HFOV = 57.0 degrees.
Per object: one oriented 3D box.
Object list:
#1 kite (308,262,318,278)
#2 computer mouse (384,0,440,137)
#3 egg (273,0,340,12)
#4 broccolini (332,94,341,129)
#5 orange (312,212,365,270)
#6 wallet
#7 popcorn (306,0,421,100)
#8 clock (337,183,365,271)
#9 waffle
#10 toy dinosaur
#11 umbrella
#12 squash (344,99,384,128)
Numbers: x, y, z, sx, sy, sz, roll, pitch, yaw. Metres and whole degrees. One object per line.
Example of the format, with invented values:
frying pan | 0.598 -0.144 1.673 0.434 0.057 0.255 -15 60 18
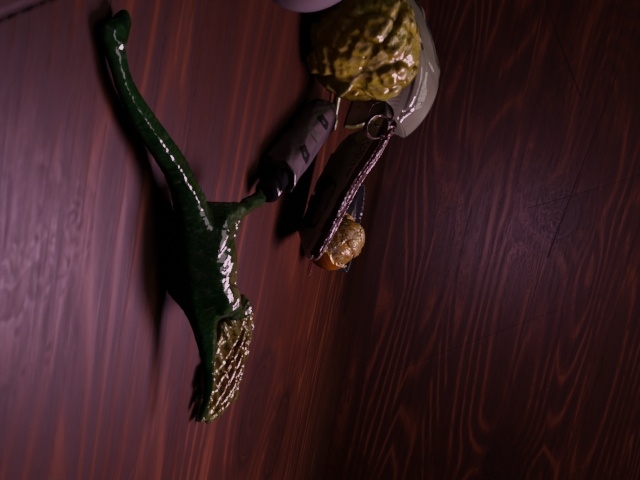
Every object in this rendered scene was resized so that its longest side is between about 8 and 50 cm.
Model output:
kite | 0.003 0.001 1.645 0.127 0.016 0.229 73 30 -65
computer mouse | 0.258 -0.505 1.647 0.228 0.145 0.429 -7 95 -66
egg | 0.001 -0.373 0.668 0.176 0.176 0.232 28 77 -80
broccolini | 0.039 -0.385 1.357 0.057 0.071 0.254 48 -47 47
orange | 0.033 -0.003 1.442 0.134 0.156 0.156 52 32 -19
wallet | 0.040 -0.121 1.235 0.335 0.068 0.275 -62 -171 2
popcorn | 0.081 -0.376 1.101 0.237 0.206 0.251 71 17 -45
clock | 0.086 -0.046 1.930 0.312 0.061 0.312 11 90 -80
waffle | -0.148 0.195 0.935 0.169 0.036 0.183 -10 111 -78
toy dinosaur | -0.141 0.024 0.620 0.301 0.087 0.447 -33 127 -78
umbrella | -0.038 -0.164 1.040 0.337 0.067 0.073 -63 151 -53
squash | 0.159 -0.435 1.737 0.288 0.111 0.203 -48 147 -69
